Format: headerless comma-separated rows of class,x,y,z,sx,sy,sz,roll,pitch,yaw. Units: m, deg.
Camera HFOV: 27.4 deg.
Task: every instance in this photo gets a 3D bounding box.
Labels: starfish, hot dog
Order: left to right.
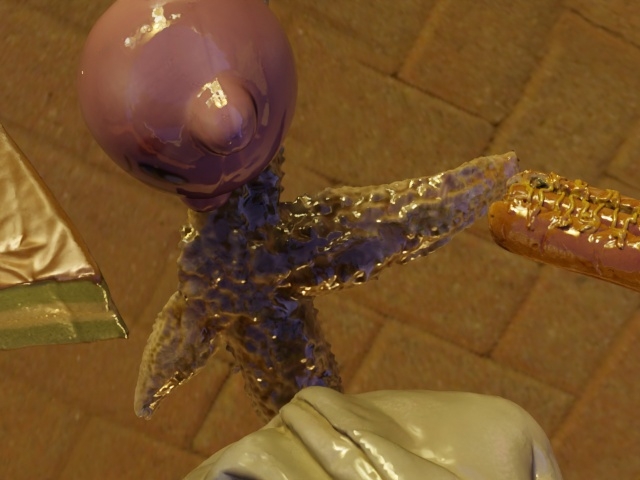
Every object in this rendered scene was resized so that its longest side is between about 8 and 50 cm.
starfish,0.000,0.000,1.131,0.324,0.082,0.431,15,96,-4
hot dog,0.193,-0.003,0.869,0.165,0.071,0.045,17,130,24

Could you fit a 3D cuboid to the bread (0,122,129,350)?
bread,-0.161,-0.010,0.801,0.084,0.139,0.074,-6,143,5

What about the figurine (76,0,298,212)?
figurine,-0.097,-0.113,0.978,0.173,0.173,0.173,-2,110,-5

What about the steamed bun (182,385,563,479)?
steamed bun,0.015,0.295,0.956,0.347,0.237,0.394,39,118,16
